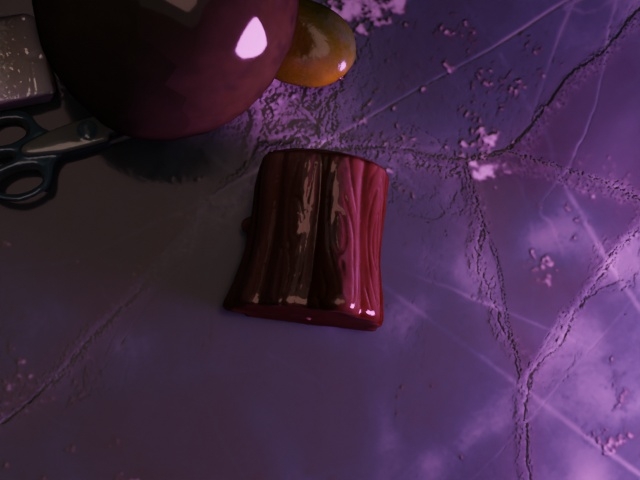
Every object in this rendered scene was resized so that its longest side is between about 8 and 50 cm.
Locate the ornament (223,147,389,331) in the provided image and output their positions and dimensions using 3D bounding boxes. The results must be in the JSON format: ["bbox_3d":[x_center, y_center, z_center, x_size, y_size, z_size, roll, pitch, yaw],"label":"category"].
[{"bbox_3d":[0.000,0.000,1.785,0.221,0.235,0.218,12,79,-30],"label":"ornament"}]

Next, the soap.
[{"bbox_3d":[-0.463,-0.235,1.798,0.183,0.064,0.121,-13,87,-22],"label":"soap"}]

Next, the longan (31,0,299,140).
[{"bbox_3d":[-0.201,-0.325,1.706,0.336,0.404,0.405,-2,84,-25],"label":"longan"}]

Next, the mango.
[{"bbox_3d":[-0.042,-0.284,1.865,0.191,0.085,0.122,21,92,7],"label":"mango"}]

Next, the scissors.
[{"bbox_3d":[-0.331,-0.143,1.833,0.289,0.041,0.138,-17,68,-12],"label":"scissors"}]
